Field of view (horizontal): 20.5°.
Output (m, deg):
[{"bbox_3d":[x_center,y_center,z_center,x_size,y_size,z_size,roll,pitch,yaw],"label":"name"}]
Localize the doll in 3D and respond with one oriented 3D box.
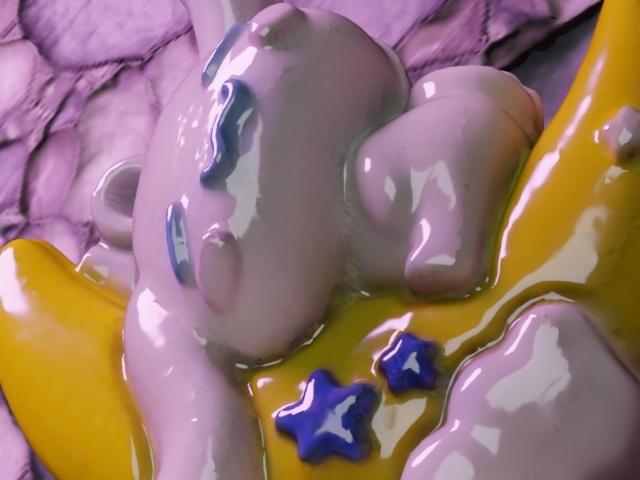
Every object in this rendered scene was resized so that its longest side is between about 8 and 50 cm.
[{"bbox_3d":[0.000,0.000,0.547,0.237,0.111,0.252,5,73,28],"label":"doll"}]
